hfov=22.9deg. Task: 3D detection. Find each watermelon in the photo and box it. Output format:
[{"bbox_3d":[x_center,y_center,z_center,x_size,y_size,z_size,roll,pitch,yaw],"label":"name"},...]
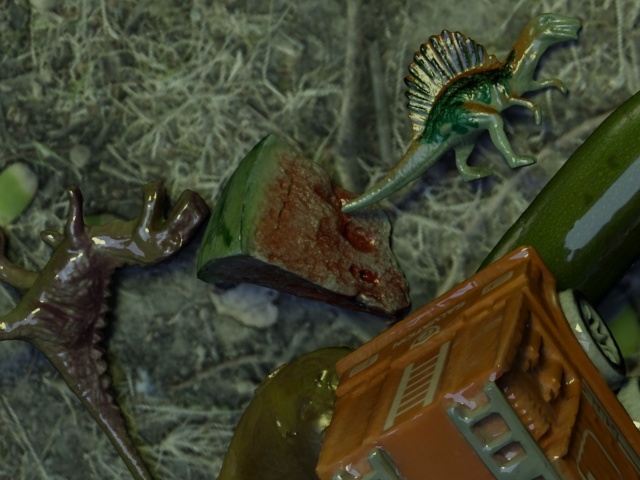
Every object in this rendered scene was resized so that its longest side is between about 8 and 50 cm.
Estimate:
[{"bbox_3d":[-0.012,-0.009,1.103,0.158,0.121,0.097,16,77,14],"label":"watermelon"}]

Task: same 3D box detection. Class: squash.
[{"bbox_3d":[0.199,-0.030,1.035,0.087,0.087,0.331,46,106,12],"label":"squash"}]

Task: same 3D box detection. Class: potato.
[{"bbox_3d":[-0.003,0.177,1.125,0.164,0.081,0.200,22,103,16],"label":"potato"}]

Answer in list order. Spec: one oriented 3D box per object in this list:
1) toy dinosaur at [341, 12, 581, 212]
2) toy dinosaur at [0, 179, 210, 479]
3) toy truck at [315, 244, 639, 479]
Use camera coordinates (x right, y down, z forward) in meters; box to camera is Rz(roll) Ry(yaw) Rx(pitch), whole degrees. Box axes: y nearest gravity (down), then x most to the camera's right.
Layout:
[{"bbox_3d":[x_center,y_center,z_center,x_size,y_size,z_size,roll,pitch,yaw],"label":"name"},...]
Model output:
[{"bbox_3d":[0.093,-0.092,1.084,0.187,0.044,0.106,-14,89,17],"label":"toy dinosaur"},{"bbox_3d":[-0.183,0.070,1.189,0.200,0.072,0.251,12,88,9],"label":"toy dinosaur"},{"bbox_3d":[0.166,0.218,0.962,0.173,0.207,0.387,-33,98,19],"label":"toy truck"}]
